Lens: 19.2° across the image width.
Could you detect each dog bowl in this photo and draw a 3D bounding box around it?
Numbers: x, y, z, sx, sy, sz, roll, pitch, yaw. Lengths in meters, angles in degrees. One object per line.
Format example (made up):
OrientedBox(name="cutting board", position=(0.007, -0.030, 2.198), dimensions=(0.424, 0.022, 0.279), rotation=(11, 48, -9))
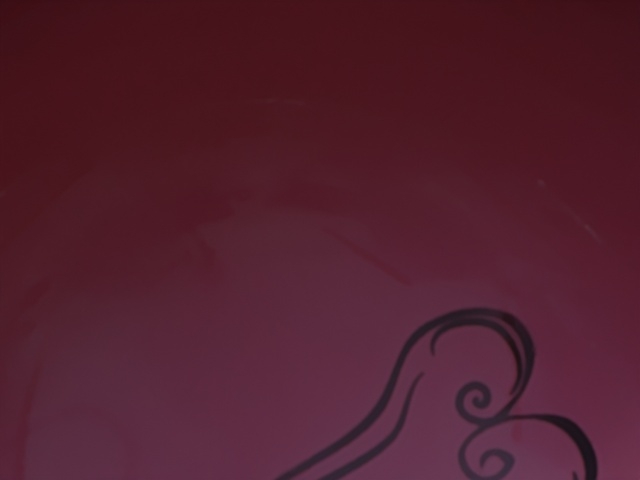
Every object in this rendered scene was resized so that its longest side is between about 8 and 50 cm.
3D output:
OrientedBox(name="dog bowl", position=(-0.001, 0.075, 0.459), dimensions=(0.408, 0.408, 0.150), rotation=(-22, -4, -15))
